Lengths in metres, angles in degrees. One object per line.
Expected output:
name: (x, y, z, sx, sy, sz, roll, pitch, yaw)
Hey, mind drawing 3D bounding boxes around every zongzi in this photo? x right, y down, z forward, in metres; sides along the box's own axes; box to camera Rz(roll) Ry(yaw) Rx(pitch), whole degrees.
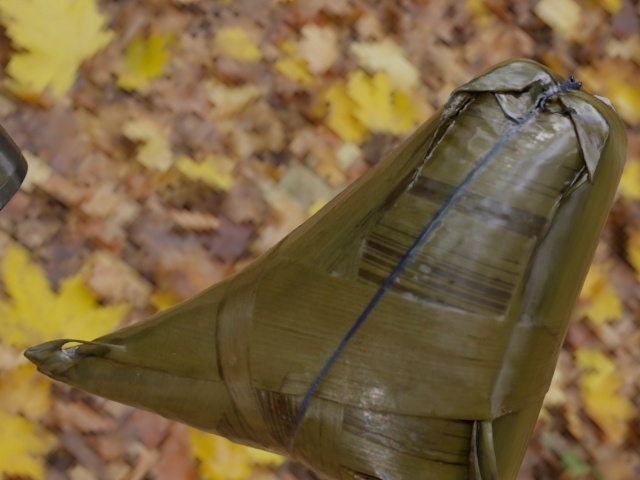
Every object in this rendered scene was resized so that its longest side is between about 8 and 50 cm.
zongzi: (0.000, 0.000, 1.073, 0.289, 0.260, 0.123, 20, 13, 17)

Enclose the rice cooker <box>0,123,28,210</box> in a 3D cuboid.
rice cooker: (-0.316, -0.044, 1.581, 0.112, 0.165, 0.106, -86, 154, -58)
